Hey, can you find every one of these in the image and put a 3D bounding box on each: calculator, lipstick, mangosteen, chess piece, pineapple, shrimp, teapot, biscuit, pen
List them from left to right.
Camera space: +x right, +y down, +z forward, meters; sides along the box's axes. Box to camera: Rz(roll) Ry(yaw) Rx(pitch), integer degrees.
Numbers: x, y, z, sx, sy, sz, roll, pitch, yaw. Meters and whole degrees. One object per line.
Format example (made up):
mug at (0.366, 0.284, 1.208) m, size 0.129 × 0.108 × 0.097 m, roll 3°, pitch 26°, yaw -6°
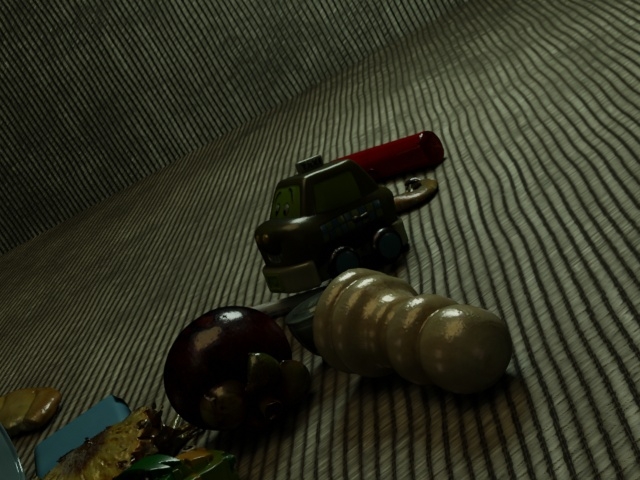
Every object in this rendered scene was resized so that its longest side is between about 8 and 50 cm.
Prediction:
biscuit at (-0.592, 0.330, 1.813) m, size 0.299 × 0.045 × 0.154 m, roll -21°, pitch 19°, yaw 28°
calculator at (-0.343, 0.319, 1.430) m, size 0.173 × 0.051 × 0.293 m, roll -33°, pitch 18°, yaw -11°
pineapple at (-0.280, 0.321, 1.238) m, size 0.233 × 0.079 × 0.135 m, roll -34°, pitch 33°, yaw 5°
mangosteen at (-0.109, 0.180, 1.278) m, size 0.200 × 0.200 × 0.200 m, roll -28°, pitch 18°, yaw 10°
pen at (-0.070, 0.111, 1.595) m, size 0.239 × 0.028 × 0.028 m, roll -18°, pitch 22°, yaw 34°
teapot at (0.012, 0.126, 1.324) m, size 0.092 × 0.090 × 0.124 m, roll -32°, pitch 12°, yaw -1°
lipstick at (0.125, -0.160, 1.945) m, size 0.280 × 0.073 × 0.073 m, roll -13°, pitch 25°, yaw 46°
shrimp at (0.135, -0.081, 1.775) m, size 0.178 × 0.034 × 0.124 m, roll -19°, pitch 19°, yaw 29°
chess piece at (0.117, 0.111, 1.145) m, size 0.143 × 0.142 × 0.261 m, roll -40°, pitch 24°, yaw -26°

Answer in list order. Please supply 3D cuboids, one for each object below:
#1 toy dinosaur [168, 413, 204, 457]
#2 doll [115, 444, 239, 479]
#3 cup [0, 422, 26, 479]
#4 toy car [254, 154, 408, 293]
toy dinosaur at (-0.223, 0.286, 1.352) m, size 0.126 × 0.039 × 0.162 m, roll -35°, pitch 17°, yaw -10°
doll at (-0.174, 0.301, 1.120) m, size 0.134 × 0.106 × 0.186 m, roll -14°, pitch 8°, yaw 30°
cup at (-0.614, 0.377, 1.377) m, size 0.311 × 0.256 × 0.331 m, roll -32°, pitch 16°, yaw -8°
toy car at (0.003, -0.037, 1.557) m, size 0.248 × 0.198 × 0.204 m, roll -25°, pitch 11°, yaw -28°
